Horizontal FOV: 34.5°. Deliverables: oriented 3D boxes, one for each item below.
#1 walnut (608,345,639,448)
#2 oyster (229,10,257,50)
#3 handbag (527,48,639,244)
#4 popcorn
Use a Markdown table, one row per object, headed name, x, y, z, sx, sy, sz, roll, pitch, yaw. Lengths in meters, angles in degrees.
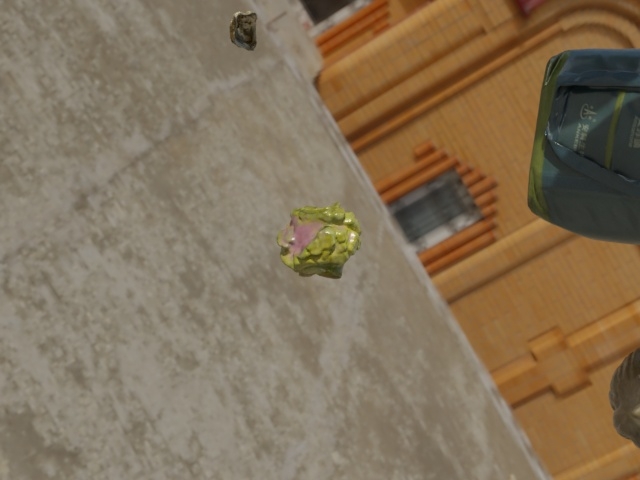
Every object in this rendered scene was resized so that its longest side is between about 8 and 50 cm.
| name | x | y | z | sx | sy | sz | roll | pitch | yaw |
| --- | --- | --- | --- | --- | --- | --- | --- | --- | --- |
| walnut | 0.490 | 0.223 | 1.431 | 0.230 | 0.178 | 0.178 | -2 | 58 | -41 |
| oyster | -0.126 | -0.343 | 1.688 | 0.034 | 0.051 | 0.093 | 53 | -27 | 29 |
| handbag | 0.428 | -0.125 | 1.368 | 0.222 | 0.241 | 0.263 | 16 | 83 | -48 |
| popcorn | 0.000 | 0.000 | 1.733 | 0.126 | 0.145 | 0.126 | 54 | 12 | -34 |
